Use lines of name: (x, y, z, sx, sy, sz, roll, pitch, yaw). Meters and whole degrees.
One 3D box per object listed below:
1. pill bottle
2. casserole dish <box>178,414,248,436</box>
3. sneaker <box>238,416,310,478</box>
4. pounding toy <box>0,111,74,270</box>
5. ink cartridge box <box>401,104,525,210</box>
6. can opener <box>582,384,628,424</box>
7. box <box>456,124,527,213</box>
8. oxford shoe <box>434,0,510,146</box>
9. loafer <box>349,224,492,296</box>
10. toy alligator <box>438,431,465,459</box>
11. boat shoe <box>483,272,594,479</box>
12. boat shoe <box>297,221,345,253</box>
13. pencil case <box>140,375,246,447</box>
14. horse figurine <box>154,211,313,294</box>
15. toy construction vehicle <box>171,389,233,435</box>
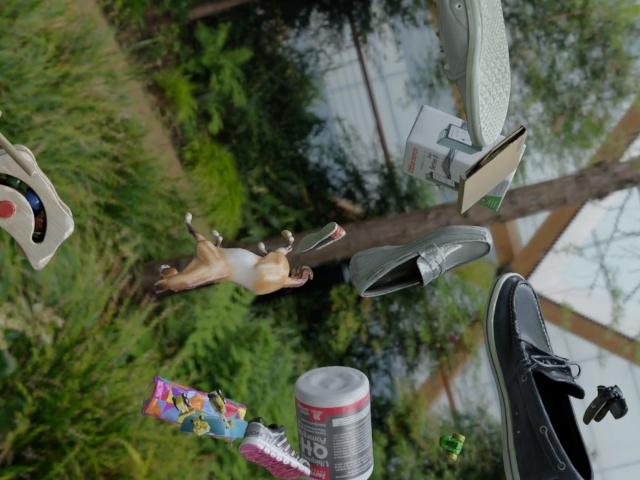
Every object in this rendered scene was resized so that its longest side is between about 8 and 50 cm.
pill bottle: (0.035, 0.473, 2.137, 0.176, 0.176, 0.319, -94, 180, -74)
casserole dish: (-0.201, 0.359, 1.754, 0.188, 0.114, 0.037, 45, 49, -72)
sneaker: (-0.073, 0.355, 1.561, 0.170, 0.063, 0.075, 40, 41, -38)
pounding toy: (-0.510, -0.069, 1.444, 0.270, 0.154, 0.155, 60, -8, -21)
ink cartridge box: (0.370, -0.216, 2.402, 0.211, 0.289, 0.122, 87, 28, -70)
can opener: (0.597, 0.358, 1.938, 0.186, 0.059, 0.073, 102, -16, -63)
box: (0.345, -0.141, 1.852, 0.021, 0.164, 0.201, 49, -6, 16)
oxford shoe: (0.315, -0.424, 1.947, 0.169, 0.130, 0.450, -22, 106, -54)
loafer: (0.222, 0.052, 1.968, 0.111, 0.319, 0.112, -103, 175, -46)
toy alligator: (0.296, 0.466, 2.072, 0.056, 0.051, 0.190, -64, 166, -10)
boat shoe: (0.441, 0.284, 1.812, 0.186, 0.156, 0.500, 27, 48, -37)
boat shoe: (0.000, 0.000, 2.340, 0.043, 0.137, 0.049, 35, 33, -41)
pencil case: (-0.284, 0.383, 2.049, 0.104, 0.236, 0.104, -56, -160, 31)
horse figurine: (-0.127, 0.034, 1.459, 0.174, 0.263, 0.066, -98, -156, -57)
toy construction vehicle: (-0.209, 0.310, 1.623, 0.035, 0.085, 0.098, -111, 180, -61)
